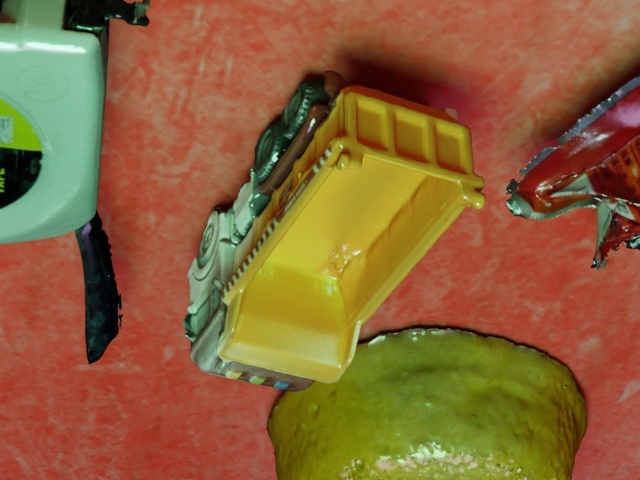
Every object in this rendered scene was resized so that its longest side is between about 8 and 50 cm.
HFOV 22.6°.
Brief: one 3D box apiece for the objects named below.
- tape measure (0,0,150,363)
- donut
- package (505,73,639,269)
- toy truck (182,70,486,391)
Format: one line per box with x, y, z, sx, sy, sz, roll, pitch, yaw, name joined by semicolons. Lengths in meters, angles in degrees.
-0.227;-0.046;1.034;0.215;0.098;0.351;4;140;-7;tape measure
0.088;0.191;1.336;0.277;0.108;0.277;1;144;0;donut
0.257;-0.068;1.024;0.269;0.071;0.194;-29;148;29;package
0.000;0.000;1.061;0.114;0.135;0.270;16;141;-19;toy truck
